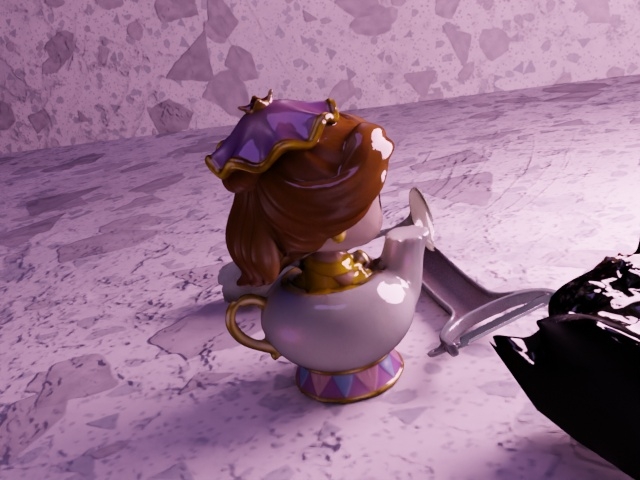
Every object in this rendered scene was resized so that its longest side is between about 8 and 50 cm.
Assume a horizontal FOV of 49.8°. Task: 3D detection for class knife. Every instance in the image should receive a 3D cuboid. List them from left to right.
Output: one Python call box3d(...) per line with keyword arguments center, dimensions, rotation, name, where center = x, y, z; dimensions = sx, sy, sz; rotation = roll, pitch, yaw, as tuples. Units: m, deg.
box3d(center=(0.126, 0.050, 0.701), dimensions=(0.123, 0.053, 0.278), rotation=(-21, 17, -6), name="knife")

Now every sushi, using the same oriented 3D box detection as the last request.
box3d(center=(0.231, 0.067, 0.443), dimensions=(0.150, 0.153, 0.172), rotation=(-37, 5, -13), name="sushi")

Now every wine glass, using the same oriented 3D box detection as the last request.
box3d(center=(-0.003, 0.017, 0.778), dimensions=(0.262, 0.074, 0.074), rotation=(-19, 15, 21), name="wine glass")

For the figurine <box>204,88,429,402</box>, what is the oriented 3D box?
box3d(center=(0.000, 0.000, 0.583), dimensions=(0.189, 0.263, 0.142), rotation=(-17, 21, -12), name="figurine")
